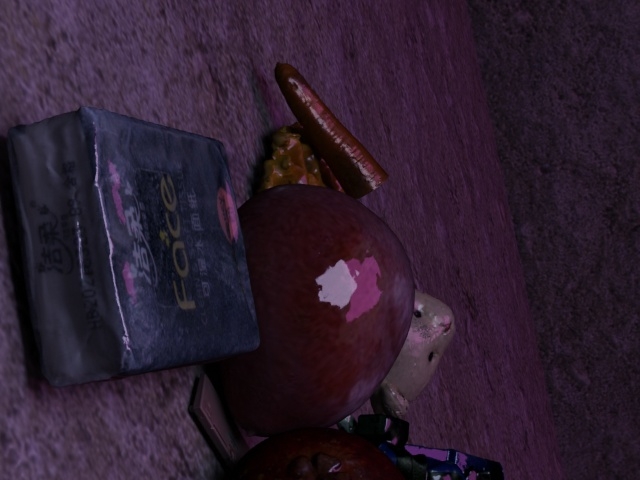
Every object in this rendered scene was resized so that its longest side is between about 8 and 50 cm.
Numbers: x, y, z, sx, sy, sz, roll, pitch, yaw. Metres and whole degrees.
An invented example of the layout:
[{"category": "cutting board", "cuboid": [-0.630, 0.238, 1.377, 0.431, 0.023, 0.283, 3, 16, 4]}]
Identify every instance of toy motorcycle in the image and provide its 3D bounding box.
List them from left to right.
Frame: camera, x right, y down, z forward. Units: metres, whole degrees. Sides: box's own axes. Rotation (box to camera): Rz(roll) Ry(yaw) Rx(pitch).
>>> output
[{"category": "toy motorcycle", "cuboid": [0.117, 0.307, 1.738, 0.331, 0.196, 0.125, 30, 62, -54]}]

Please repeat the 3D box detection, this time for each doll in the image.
[{"category": "doll", "cuboid": [0.106, 0.130, 1.777, 0.278, 0.149, 0.175, 3, 62, -87]}]

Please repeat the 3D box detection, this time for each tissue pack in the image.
[{"category": "tissue pack", "cuboid": [-0.164, 0.009, 1.256, 0.315, 0.103, 0.228, 2, 75, -72]}]

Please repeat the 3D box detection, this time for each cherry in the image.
[{"category": "cherry", "cuboid": [-0.014, 0.077, 1.500, 0.261, 0.221, 0.307, 52, 50, -50]}]

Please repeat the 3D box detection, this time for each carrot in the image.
[{"category": "carrot", "cuboid": [0.004, -0.149, 1.784, 0.210, 0.061, 0.061, 52, 25, -12]}]

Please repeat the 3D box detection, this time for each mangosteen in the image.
[{"category": "mangosteen", "cuboid": [-0.001, 0.320, 1.427, 0.257, 0.215, 0.215, 86, 7, -48]}]

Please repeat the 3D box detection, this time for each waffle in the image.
[{"category": "waffle", "cuboid": [0.000, 0.000, 1.813, 0.302, 0.068, 0.325, -68, 139, -61]}]

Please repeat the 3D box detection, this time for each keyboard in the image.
[{"category": "keyboard", "cuboid": [-0.101, 0.218, 1.464, 0.055, 0.017, 0.166, -87, 157, -50]}]
